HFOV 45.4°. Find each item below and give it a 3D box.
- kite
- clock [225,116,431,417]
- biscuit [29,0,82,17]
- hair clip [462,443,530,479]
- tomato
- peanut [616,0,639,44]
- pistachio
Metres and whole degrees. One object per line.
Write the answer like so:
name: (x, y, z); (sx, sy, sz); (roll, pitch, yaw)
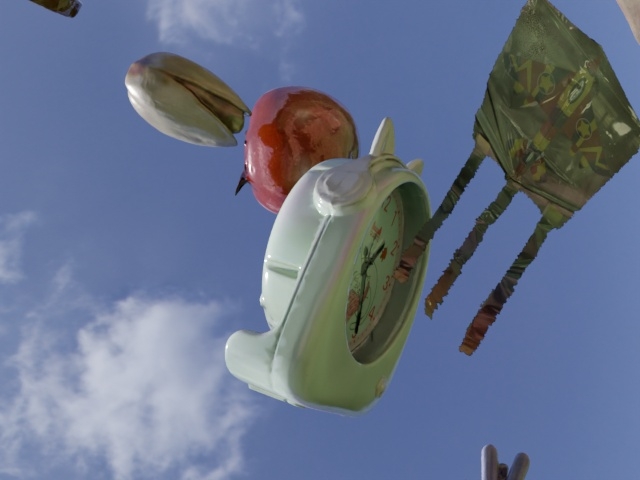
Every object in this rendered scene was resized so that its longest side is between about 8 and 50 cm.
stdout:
kite: (0.133, -0.044, 0.503); (0.141, 0.015, 0.245); (43, -113, -15)
clock: (0.034, 0.031, 0.865); (0.265, 0.109, 0.324); (38, -110, -60)
biscuit: (-0.371, -0.320, 0.879); (0.039, 0.236, 0.180); (-59, -23, 10)
hair clip: (0.244, 0.431, 1.066); (0.090, 0.137, 0.278); (49, -127, -69)
tomato: (-0.040, -0.171, 1.486); (0.256, 0.225, 0.255); (5, -90, -71)
peanut: (0.333, -0.238, 0.747); (0.152, 0.076, 0.076); (52, -126, -24)
pistachio: (-0.225, -0.237, 1.297); (0.215, 0.144, 0.144); (24, -114, -6)
